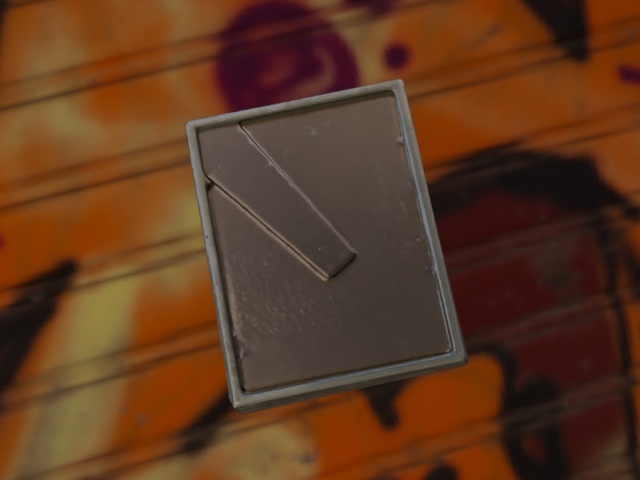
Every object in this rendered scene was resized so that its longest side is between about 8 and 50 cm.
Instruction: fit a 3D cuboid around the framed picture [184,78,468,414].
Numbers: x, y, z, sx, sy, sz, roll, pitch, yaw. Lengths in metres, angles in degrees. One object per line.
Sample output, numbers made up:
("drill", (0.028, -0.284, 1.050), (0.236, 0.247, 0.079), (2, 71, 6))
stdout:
("framed picture", (0.000, 0.000, 0.504), (0.066, 0.089, 0.007), (-13, -24, 1))
